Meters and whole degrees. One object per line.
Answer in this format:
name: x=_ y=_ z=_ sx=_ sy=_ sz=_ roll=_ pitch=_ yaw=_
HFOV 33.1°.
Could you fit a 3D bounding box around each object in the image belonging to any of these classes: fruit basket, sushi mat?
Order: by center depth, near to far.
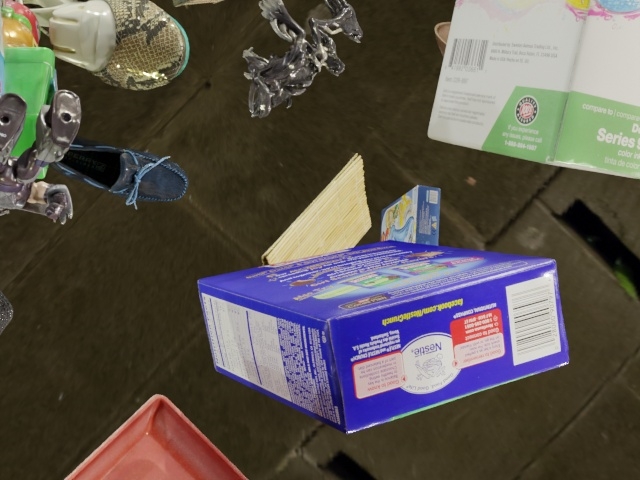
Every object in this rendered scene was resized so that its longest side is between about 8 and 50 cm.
sushi mat: x=0.000 y=0.000 z=1.720 sx=0.019 sy=0.316 sz=0.152 roll=12 pitch=129 yaw=26
fruit basket: x=-0.489 y=-0.289 z=1.725 sx=0.165 sy=0.327 sz=0.353 roll=3 pitch=60 yaw=-10

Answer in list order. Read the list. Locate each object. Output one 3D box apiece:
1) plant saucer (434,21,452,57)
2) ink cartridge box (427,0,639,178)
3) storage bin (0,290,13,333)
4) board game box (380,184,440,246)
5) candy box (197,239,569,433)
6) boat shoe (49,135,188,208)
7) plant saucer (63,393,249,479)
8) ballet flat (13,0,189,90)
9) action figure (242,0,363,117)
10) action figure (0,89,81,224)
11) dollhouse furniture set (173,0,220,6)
plant saucer: x=0.228 y=-0.214 z=1.332 sx=0.198 sy=0.199 sz=0.036 roll=17 pitch=117 yaw=-8
ink cartridge box: x=0.171 y=-0.162 z=0.763 sx=0.093 sy=0.154 sz=0.213 roll=6 pitch=98 yaw=-28
storage bin: x=-0.610 y=0.099 z=1.781 sx=0.180 sy=0.084 sz=0.122 roll=48 pitch=112 yaw=18
board game box: x=0.114 y=0.041 z=1.432 sx=0.035 sy=0.136 sz=0.201 roll=8 pitch=74 yaw=-15
candy box: x=0.054 y=0.085 z=1.149 sx=0.268 sy=0.317 sz=0.122 roll=-12 pitch=101 yaw=-26
boat shoe: x=-0.352 y=-0.111 z=1.865 sx=0.258 sy=0.089 sz=0.109 roll=9 pitch=101 yaw=-20
plant saucer: x=-0.137 y=0.304 z=1.021 sx=0.258 sy=0.259 sz=0.048 roll=45 pitch=121 yaw=1
ballet flat: x=-0.420 y=-0.374 z=1.864 sx=0.182 sy=0.482 sz=0.164 roll=-1 pitch=114 yaw=-40
action figure: x=-0.054 y=-0.290 z=1.673 sx=0.141 sy=0.275 sz=0.164 roll=40 pitch=130 yaw=9
action figure: x=-0.386 y=-0.087 z=1.333 sx=0.185 sy=0.285 sz=0.099 roll=8 pitch=65 yaw=-24
dollhouse furniture set: x=-0.196 y=-0.519 z=1.881 sx=0.128 sy=0.129 sz=0.184 roll=-12 pitch=97 yaw=32
